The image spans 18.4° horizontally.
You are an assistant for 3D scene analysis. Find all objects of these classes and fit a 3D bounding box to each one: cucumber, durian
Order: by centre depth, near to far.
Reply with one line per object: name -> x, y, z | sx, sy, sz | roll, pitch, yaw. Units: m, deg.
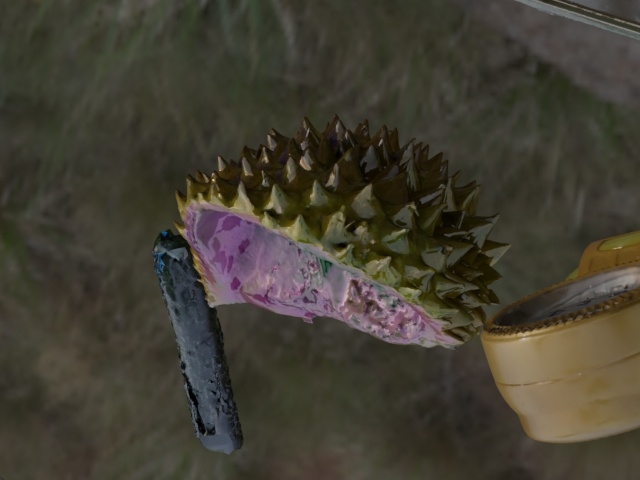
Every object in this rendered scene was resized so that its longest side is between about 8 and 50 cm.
durian -> 0.000, -0.014, 1.333 | 0.260, 0.154, 0.186 | 12, 178, 30
cucumber -> -0.103, 0.084, 1.673 | 0.043, 0.044, 0.257 | 7, 135, 18

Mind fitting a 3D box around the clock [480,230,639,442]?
clock -> 0.315, 0.105, 2.056 | 0.244, 0.200, 0.317 | -19, -178, 39

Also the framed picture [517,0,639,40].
framed picture -> 0.209, -0.228, 1.440 | 0.260, 0.023, 0.189 | 25, 144, 42

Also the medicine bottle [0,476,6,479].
medicine bottle -> -0.360, 0.327, 1.639 | 0.170, 0.170, 0.293 | 27, 104, -24
